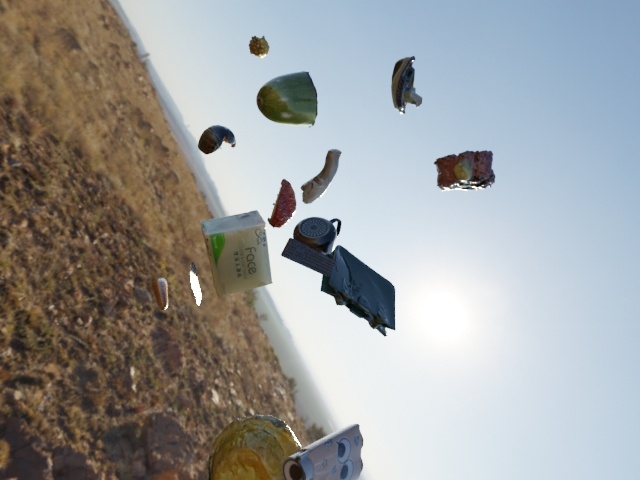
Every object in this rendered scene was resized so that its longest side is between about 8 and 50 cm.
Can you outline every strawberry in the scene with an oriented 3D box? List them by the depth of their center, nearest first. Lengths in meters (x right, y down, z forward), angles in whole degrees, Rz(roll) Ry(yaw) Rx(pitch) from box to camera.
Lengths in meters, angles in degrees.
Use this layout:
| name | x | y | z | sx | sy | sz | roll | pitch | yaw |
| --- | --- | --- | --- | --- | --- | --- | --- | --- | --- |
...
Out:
| name | x | y | z | sx | sy | sz | roll | pitch | yaw |
| --- | --- | --- | --- | --- | --- | --- | --- | --- | --- |
| strawberry | -0.172 | -0.161 | 1.964 | 0.175 | 0.106 | 0.236 | -92 | -156 | -45 |

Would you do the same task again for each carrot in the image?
| name | x | y | z | sx | sy | sz | roll | pitch | yaw |
| --- | --- | --- | --- | --- | --- | --- | --- | --- | --- |
| carrot | -0.573 | 0.179 | 1.451 | 0.062 | 0.066 | 0.271 | 30 | -6 | -25 |

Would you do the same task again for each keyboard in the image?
| name | x | y | z | sx | sy | sz | roll | pitch | yaw |
| --- | --- | --- | --- | --- | --- | --- | --- | --- | --- |
| keyboard | -0.032 | 0.055 | 1.242 | 0.204 | 0.061 | 0.013 | 28 | 0 | -40 |

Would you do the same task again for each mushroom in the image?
| name | x | y | z | sx | sy | sz | roll | pitch | yaw |
| --- | --- | --- | --- | --- | --- | --- | --- | --- | --- |
| mushroom | 0.006 | -0.273 | 1.767 | 0.099 | 0.278 | 0.096 | 9 | 34 | -52 |

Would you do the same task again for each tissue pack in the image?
| name | x | y | z | sx | sy | sz | roll | pitch | yaw |
| --- | --- | --- | --- | --- | --- | --- | --- | --- | --- |
| tissue pack | -0.453 | 0.072 | 2.236 | 0.205 | 0.331 | 0.405 | -127 | -151 | -53 |

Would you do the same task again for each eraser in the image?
| name | x | y | z | sx | sy | sz | roll | pitch | yaw |
| --- | --- | --- | --- | --- | --- | --- | --- | --- | --- |
| eraser | 0.015 | 0.641 | 1.150 | 0.290 | 0.087 | 0.171 | 7 | 81 | -52 |

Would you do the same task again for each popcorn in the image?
| name | x | y | z | sx | sy | sz | roll | pitch | yaw |
| --- | --- | --- | --- | --- | --- | --- | --- | --- | --- |
| popcorn | -0.232 | -0.741 | 1.550 | 0.082 | 0.057 | 0.083 | 42 | -51 | 9 |

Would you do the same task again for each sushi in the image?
| name | x | y | z | sx | sy | sz | roll | pitch | yaw |
| --- | --- | --- | --- | --- | --- | --- | --- | --- | --- |
| sushi | 0.671 | -0.322 | 1.906 | 0.236 | 0.269 | 0.171 | 2 | 86 | -73 |

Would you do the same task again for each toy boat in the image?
| name | x | y | z | sx | sy | sz | roll | pitch | yaw |
| --- | --- | --- | --- | --- | --- | --- | --- | --- | --- |
| toy boat | 0.370 | -0.645 | 1.710 | 0.115 | 0.114 | 0.262 | 20 | -35 | 30 |

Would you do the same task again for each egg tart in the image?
| name | x | y | z | sx | sy | sz | roll | pitch | yaw |
| --- | --- | --- | --- | --- | --- | --- | --- | --- | --- |
| egg tart | -0.230 | 0.800 | 1.391 | 0.388 | 0.387 | 0.169 | 59 | 4 | 17 |

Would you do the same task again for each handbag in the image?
| name | x | y | z | sx | sy | sz | roll | pitch | yaw |
| --- | --- | --- | --- | --- | --- | --- | --- | --- | --- |
| handbag | 0.145 | 0.178 | 1.478 | 0.326 | 0.089 | 0.239 | 38 | 31 | -21 |

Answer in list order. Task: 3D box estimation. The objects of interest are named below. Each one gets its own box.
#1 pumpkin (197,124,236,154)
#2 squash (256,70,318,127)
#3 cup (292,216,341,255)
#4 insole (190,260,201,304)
| name | x | y | z | sx | sy | sz | roll | pitch | yaw |
| --- | --- | --- | --- | --- | --- | --- | --- | --- | --- |
| pumpkin | -0.468 | -0.473 | 1.857 | 0.119 | 0.183 | 0.108 | 36 | -46 | 21 |
| squash | -0.210 | -0.757 | 2.239 | 0.310 | 0.308 | 0.311 | 166 | -90 | -70 |
| cup | 0.000 | 0.000 | 1.606 | 0.169 | 0.223 | 0.177 | 36 | -36 | 36 |
| insole | -0.522 | 0.185 | 1.697 | 0.253 | 0.005 | 0.086 | 96 | -4 | -45 |
